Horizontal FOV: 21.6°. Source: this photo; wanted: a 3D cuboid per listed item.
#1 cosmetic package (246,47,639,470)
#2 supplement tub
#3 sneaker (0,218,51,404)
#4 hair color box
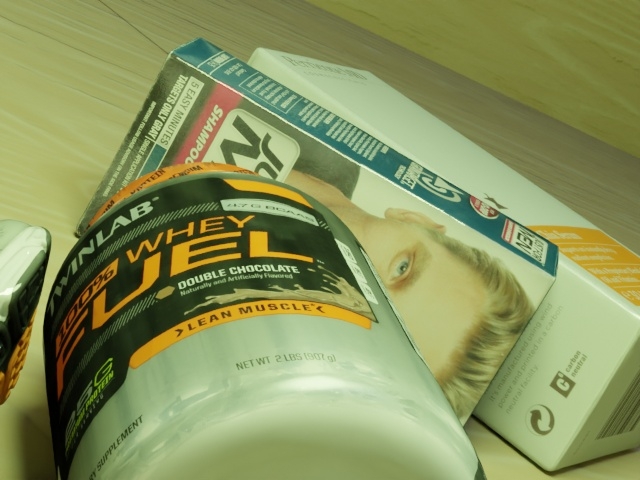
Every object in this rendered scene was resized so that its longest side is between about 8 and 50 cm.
[{"bbox_3d":[0.120,0.009,1.565,0.453,0.161,0.230,36,17,24],"label":"cosmetic package"},{"bbox_3d":[-0.045,0.091,0.921,0.207,0.207,0.338,24,16,-21],"label":"supplement tub"},{"bbox_3d":[-0.220,0.060,0.799,0.121,0.099,0.262,23,37,5],"label":"sneaker"},{"bbox_3d":[0.000,0.000,1.347,0.347,0.174,0.105,30,16,1],"label":"hair color box"}]
